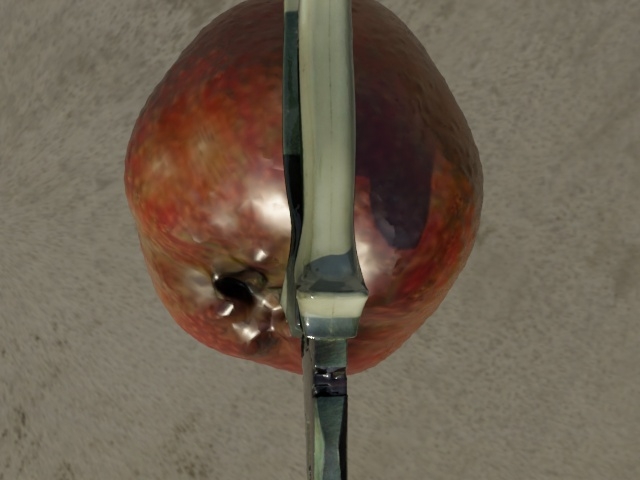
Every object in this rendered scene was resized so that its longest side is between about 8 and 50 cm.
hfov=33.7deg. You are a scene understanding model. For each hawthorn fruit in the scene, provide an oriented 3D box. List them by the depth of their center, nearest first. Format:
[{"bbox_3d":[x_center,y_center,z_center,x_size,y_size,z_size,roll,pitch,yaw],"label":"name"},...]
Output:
[{"bbox_3d":[-0.011,-0.072,0.878,0.284,0.369,0.285,0,133,0],"label":"hawthorn fruit"}]

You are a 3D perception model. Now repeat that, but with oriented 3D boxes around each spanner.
[{"bbox_3d":[0.000,0.000,0.596,0.040,0.095,0.325,0,83,-9],"label":"spanner"}]
